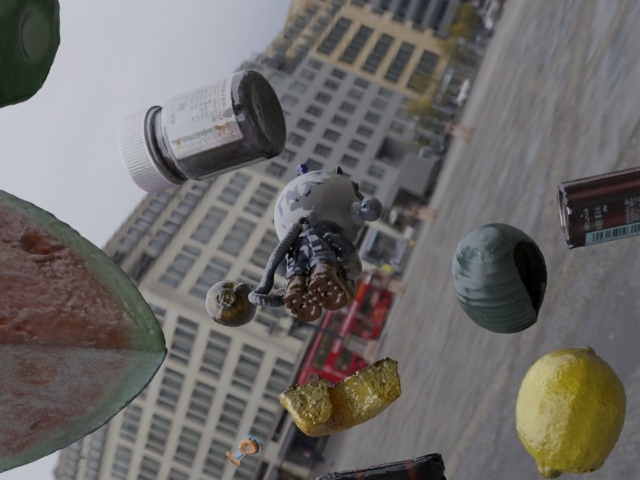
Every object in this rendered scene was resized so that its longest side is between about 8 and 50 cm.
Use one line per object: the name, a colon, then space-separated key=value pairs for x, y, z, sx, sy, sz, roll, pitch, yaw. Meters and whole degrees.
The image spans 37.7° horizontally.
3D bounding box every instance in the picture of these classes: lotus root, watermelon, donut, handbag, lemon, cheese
lotus root: x=-0.209 y=0.149 z=2.207 sx=0.209 sy=0.120 sz=0.120 roll=43 pitch=-110 yaw=-82
watermelon: x=-0.309 y=0.064 z=0.912 sx=0.250 sy=0.283 sz=0.292 roll=-28 pitch=-10 yaw=-9
donut: x=0.041 y=0.335 z=1.941 sx=0.259 sy=0.101 sz=0.152 roll=-16 pitch=-26 yaw=-21
handbag: x=0.108 y=0.438 z=1.469 sx=0.155 sy=0.215 sz=0.169 roll=92 pitch=167 yaw=-65
lemon: x=0.573 y=0.397 z=2.164 sx=0.245 sy=0.245 sz=0.319 roll=40 pitch=-114 yaw=-86
cheese: x=-0.153 y=0.419 z=1.876 sx=0.111 sy=0.047 sz=0.017 roll=-46 pitch=-2 yaw=41

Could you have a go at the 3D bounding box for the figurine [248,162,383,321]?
figurine: x=0.004 y=0.000 z=1.827 sx=0.381 sy=0.261 sz=0.186 roll=-91 pitch=-20 yaw=-51

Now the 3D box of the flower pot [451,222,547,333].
flower pot: x=0.348 y=0.075 z=1.827 sx=0.243 sy=0.157 sz=0.189 roll=59 pitch=-139 yaw=-36

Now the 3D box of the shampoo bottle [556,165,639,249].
shampoo bottle: x=0.531 y=-0.070 z=1.435 sx=0.084 sy=0.323 sz=0.129 roll=-95 pitch=-11 yaw=-46

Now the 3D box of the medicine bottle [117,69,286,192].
medicine bottle: x=-0.213 y=-0.193 z=1.687 sx=0.165 sy=0.273 sz=0.165 roll=-15 pitch=-90 yaw=-70

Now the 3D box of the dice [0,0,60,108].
dice: x=-0.492 y=-0.286 z=1.068 sx=0.300 sy=0.297 sz=0.287 roll=-50 pitch=-41 yaw=-68
